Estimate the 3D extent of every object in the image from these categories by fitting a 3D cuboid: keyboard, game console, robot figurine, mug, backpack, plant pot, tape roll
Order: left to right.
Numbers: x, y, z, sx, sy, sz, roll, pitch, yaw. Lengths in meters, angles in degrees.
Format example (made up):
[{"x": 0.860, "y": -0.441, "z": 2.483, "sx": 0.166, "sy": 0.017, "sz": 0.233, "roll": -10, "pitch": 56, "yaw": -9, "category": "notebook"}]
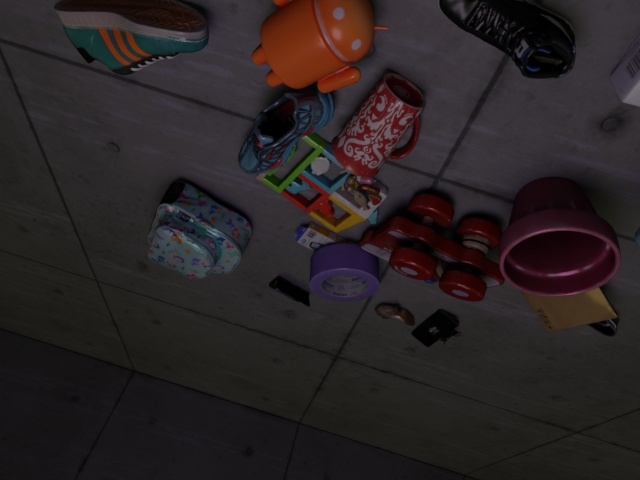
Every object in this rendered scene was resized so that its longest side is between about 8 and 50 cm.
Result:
[{"x": -0.322, "y": -0.009, "z": 1.152, "sx": 0.254, "sy": 0.191, "sz": 0.225, "roll": 25, "pitch": 140, "yaw": -17, "category": "backpack"}, {"x": -0.101, "y": 0.173, "z": 1.365, "sx": 0.122, "sy": 0.071, "sz": 0.107, "roll": 32, "pitch": 139, "yaw": -17, "category": "game console"}, {"x": -0.008, "y": -0.329, "z": 0.687, "sx": 0.220, "sy": 0.128, "sz": 0.158, "roll": -13, "pitch": 89, "yaw": 33, "category": "robot figurine"}, {"x": 0.065, "y": 0.090, "z": 1.165, "sx": 0.189, "sy": 0.080, "sz": 0.189, "roll": 2, "pitch": 146, "yaw": 1, "category": "tape roll"}, {"x": 0.120, "y": -0.220, "z": 0.811, "sx": 0.113, "sy": 0.150, "sz": 0.169, "roll": 53, "pitch": 137, "yaw": 14, "category": "mug"}, {"x": 0.372, "y": 0.280, "z": 1.356, "sx": 0.100, "sy": 0.038, "sz": 0.192, "roll": 41, "pitch": 143, "yaw": 8, "category": "keyboard"}, {"x": 0.455, "y": -0.018, "z": 0.840, "sx": 0.202, "sy": 0.180, "sz": 0.201, "roll": 11, "pitch": 140, "yaw": 9, "category": "plant pot"}]

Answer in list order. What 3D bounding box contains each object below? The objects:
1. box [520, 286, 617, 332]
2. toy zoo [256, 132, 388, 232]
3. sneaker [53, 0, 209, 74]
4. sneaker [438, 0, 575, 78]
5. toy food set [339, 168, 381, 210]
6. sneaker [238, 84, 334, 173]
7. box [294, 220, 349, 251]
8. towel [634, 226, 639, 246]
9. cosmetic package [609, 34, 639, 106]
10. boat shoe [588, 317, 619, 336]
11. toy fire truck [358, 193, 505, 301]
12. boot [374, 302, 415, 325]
[{"x": 0.585, "y": 0.127, "z": 1.040, "sx": 0.164, "sy": 0.021, "sz": 0.201, "roll": -28, "pitch": 103, "yaw": 40, "category": "box"}, {"x": 0.019, "y": -0.121, "z": 1.001, "sx": 0.293, "sy": 0.030, "sz": 0.192, "roll": 34, "pitch": 138, "yaw": -20, "category": "toy zoo"}, {"x": -0.331, "y": -0.367, "z": 0.788, "sx": 0.302, "sy": 0.108, "sz": 0.121, "roll": 15, "pitch": 143, "yaw": 16, "category": "sneaker"}, {"x": 0.271, "y": -0.305, "z": 0.614, "sx": 0.217, "sy": 0.121, "sz": 0.079, "roll": 20, "pitch": 140, "yaw": -3, "category": "sneaker"}, {"x": 0.094, "y": -0.112, "z": 0.942, "sx": 0.078, "sy": 0.019, "sz": 0.122, "roll": -17, "pitch": 130, "yaw": 34, "category": "toy food set"}, {"x": -0.100, "y": -0.217, "z": 0.841, "sx": 0.262, "sy": 0.125, "sz": 0.104, "roll": -34, "pitch": 83, "yaw": 38, "category": "sneaker"}, {"x": 0.000, "y": 0.000, "z": 1.157, "sx": 0.136, "sy": 0.028, "sz": 0.081, "roll": 29, "pitch": 141, "yaw": -11, "category": "box"}, {"x": 0.740, "y": -0.056, "z": 0.619, "sx": 0.375, "sy": 0.090, "sz": 0.320, "roll": 15, "pitch": 137, "yaw": 11, "category": "towel"}, {"x": 0.571, "y": -0.237, "z": 0.614, "sx": 0.231, "sy": 0.085, "sz": 0.117, "roll": 15, "pitch": 141, "yaw": -1, "category": "cosmetic package"}, {"x": 0.676, "y": 0.174, "z": 1.077, "sx": 0.206, "sy": 0.065, "sz": 0.075, "roll": 33, "pitch": 139, "yaw": -18, "category": "boat shoe"}, {"x": 0.262, "y": 0.035, "z": 1.017, "sx": 0.302, "sy": 0.169, "sz": 0.254, "roll": 25, "pitch": 164, "yaw": -8, "category": "toy fire truck"}, {"x": 0.229, "y": 0.235, "z": 1.345, "sx": 0.087, "sy": 0.042, "sz": 0.118, "roll": -16, "pitch": 130, "yaw": 43, "category": "boot"}]
